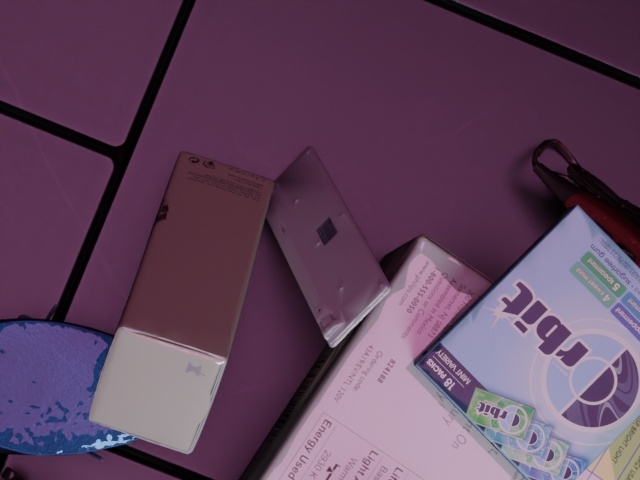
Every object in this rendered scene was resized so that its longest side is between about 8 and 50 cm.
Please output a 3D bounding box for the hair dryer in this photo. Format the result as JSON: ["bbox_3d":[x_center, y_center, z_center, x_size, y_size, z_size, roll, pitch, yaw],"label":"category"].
[{"bbox_3d":[0.287,0.028,1.723,0.223,0.293,0.080,14,121,-5],"label":"hair dryer"}]

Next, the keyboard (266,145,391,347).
[{"bbox_3d":[0.000,0.000,1.695,0.072,0.256,0.014,-40,123,9],"label":"keyboard"}]

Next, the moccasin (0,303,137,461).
[{"bbox_3d":[-0.301,0.120,1.719,0.342,0.117,0.138,4,89,-1],"label":"moccasin"}]

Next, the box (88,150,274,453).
[{"bbox_3d":[-0.115,0.046,1.660,0.094,0.275,0.113,19,123,-4],"label":"box"}]

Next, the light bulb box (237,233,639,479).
[{"bbox_3d":[0.125,0.244,1.691,0.361,0.225,0.358,34,83,-2],"label":"light bulb box"}]

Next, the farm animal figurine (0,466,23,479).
[{"bbox_3d":[-0.210,0.375,1.664,0.172,0.330,0.327,-45,119,-9],"label":"farm animal figurine"}]

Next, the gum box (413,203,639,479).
[{"bbox_3d":[0.194,0.090,1.569,0.184,0.041,0.157,-44,89,-1],"label":"gum box"}]
